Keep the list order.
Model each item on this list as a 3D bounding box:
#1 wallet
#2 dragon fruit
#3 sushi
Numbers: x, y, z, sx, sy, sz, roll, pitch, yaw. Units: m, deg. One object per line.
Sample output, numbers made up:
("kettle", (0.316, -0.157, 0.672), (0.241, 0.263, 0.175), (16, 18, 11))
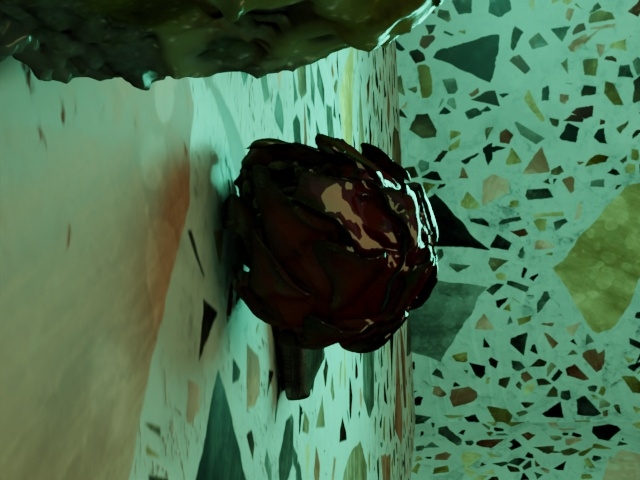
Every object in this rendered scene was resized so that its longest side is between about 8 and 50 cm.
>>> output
("wallet", (-0.021, 0.034, 0.930), (0.124, 0.042, 0.230), (-50, 135, -73))
("dragon fruit", (0.008, 0.003, 0.747), (0.182, 0.188, 0.182), (-175, -90, -66))
("sushi", (-0.054, -0.146, 0.337), (0.274, 0.184, 0.139), (42, 42, -72))
